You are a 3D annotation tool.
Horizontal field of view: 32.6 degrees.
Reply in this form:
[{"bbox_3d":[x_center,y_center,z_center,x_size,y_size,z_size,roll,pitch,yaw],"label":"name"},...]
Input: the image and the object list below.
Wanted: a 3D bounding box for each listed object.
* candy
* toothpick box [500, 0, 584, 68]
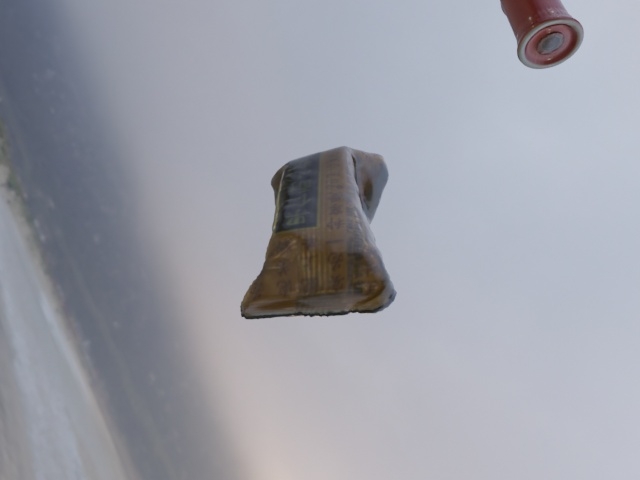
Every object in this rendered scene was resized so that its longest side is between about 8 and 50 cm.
[{"bbox_3d":[0.000,0.000,1.060,0.271,0.143,0.101,-87,162,-59],"label":"candy"},{"bbox_3d":[0.146,-0.163,0.754,0.047,0.047,0.083,88,-10,-54],"label":"toothpick box"}]
